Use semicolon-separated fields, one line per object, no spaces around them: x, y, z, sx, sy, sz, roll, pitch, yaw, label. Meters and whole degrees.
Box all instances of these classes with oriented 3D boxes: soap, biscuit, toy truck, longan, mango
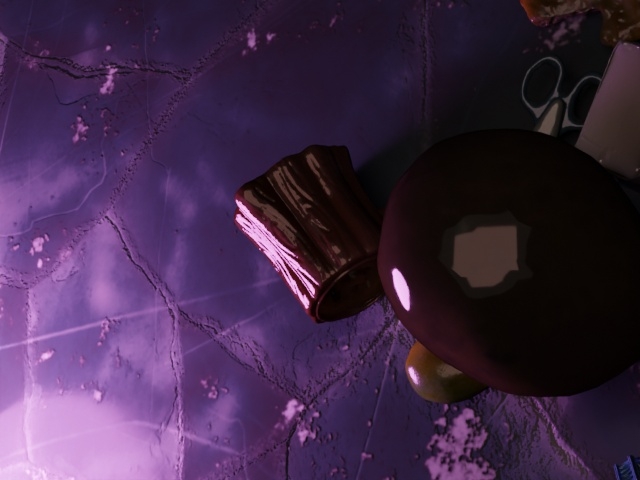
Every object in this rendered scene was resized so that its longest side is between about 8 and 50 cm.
0.450;-0.182;1.889;0.121;0.063;0.183;31;110;35;soap
0.408;-0.349;1.995;0.174;0.039;0.183;-34;62;19;biscuit
0.425;0.327;1.785;0.056;0.090;0.073;-38;62;19;toy truck
0.269;0.027;1.793;0.404;0.404;0.336;44;120;32;longan
0.217;0.171;1.963;0.191;0.085;0.122;-24;56;13;mango

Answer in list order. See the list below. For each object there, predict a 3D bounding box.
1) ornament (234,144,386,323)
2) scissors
0.000;0.000;2.074;0.218;0.235;0.221;55;132;26;ornament
0.328;-0.132;1.987;0.138;0.041;0.289;25;96;16;scissors
